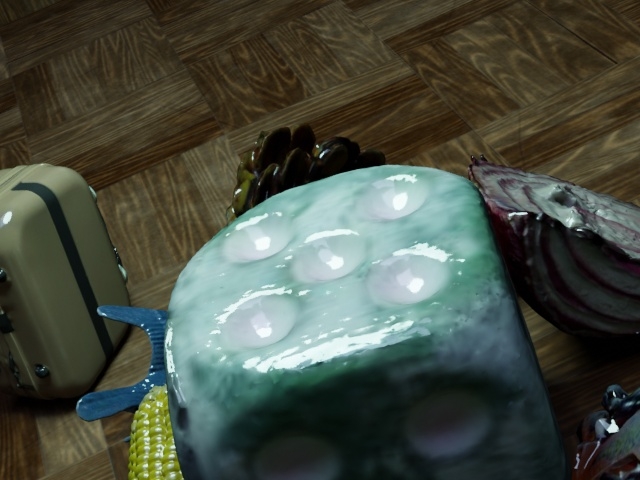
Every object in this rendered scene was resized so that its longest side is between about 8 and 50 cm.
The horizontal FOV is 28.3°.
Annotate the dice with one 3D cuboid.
[{"bbox_3d":[0.047,0.147,1.285,0.348,0.328,0.330,-17,32,6],"label":"dice"}]

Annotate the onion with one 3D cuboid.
[{"bbox_3d":[0.297,0.013,1.485,0.314,0.146,0.280,15,17,-13],"label":"onion"}]

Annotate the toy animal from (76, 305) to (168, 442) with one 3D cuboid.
[{"bbox_3d":[-0.173,0.176,1.534,0.176,0.239,0.255,-37,-20,27],"label":"toy animal"}]

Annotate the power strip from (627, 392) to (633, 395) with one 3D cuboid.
[{"bbox_3d":[0.480,0.178,1.238,0.388,0.066,0.092,-7,38,21],"label":"power strip"}]

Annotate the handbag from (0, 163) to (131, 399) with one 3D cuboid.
[{"bbox_3d":[-0.367,0.035,1.723,0.149,0.301,0.283,-3,31,24],"label":"handbag"}]

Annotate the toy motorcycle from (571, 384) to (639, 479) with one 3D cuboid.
[{"bbox_3d":[0.371,0.145,1.174,0.401,0.134,0.207,-39,10,-11],"label":"toy motorcycle"}]

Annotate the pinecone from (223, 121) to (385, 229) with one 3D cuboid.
[{"bbox_3d":[0.007,-0.002,1.556,0.242,0.298,0.296,-28,33,-22],"label":"pinecone"}]

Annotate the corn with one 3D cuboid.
[{"bbox_3d":[-0.141,0.288,1.348,0.130,0.130,0.347,-17,47,8],"label":"corn"}]
